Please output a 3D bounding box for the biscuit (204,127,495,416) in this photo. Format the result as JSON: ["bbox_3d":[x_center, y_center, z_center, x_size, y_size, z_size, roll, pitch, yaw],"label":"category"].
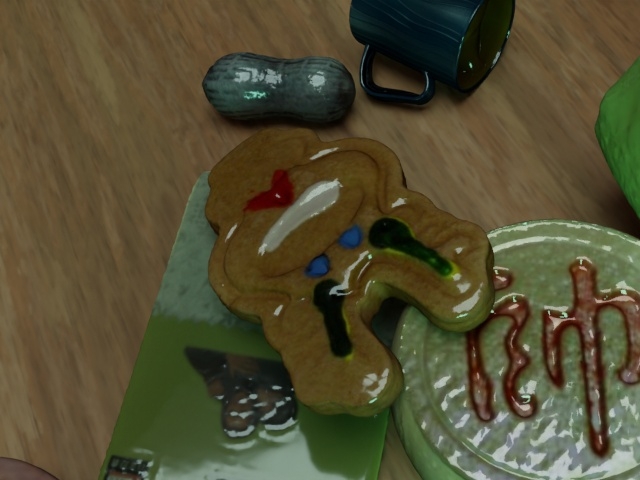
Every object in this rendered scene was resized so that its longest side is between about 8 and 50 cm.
[{"bbox_3d":[0.000,0.000,0.808,0.202,0.047,0.334,-39,45,-3],"label":"biscuit"}]

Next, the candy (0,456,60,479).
[{"bbox_3d":[-0.281,0.300,0.734,0.255,0.094,0.255,-4,59,7],"label":"candy"}]

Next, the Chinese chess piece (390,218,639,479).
[{"bbox_3d":[0.190,0.112,0.760,0.270,0.112,0.270,-5,58,8],"label":"Chinese chess piece"}]

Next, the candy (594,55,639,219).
[{"bbox_3d":[0.340,-0.020,0.703,0.132,0.142,0.343,-2,44,-24],"label":"candy"}]

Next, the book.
[{"bbox_3d":[-0.043,0.088,0.857,0.239,0.035,0.352,7,60,12],"label":"book"}]

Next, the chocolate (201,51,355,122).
[{"bbox_3d":[-0.045,-0.160,0.987,0.167,0.072,0.072,6,60,10],"label":"chocolate"}]

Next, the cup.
[{"bbox_3d":[0.104,-0.221,0.974,0.138,0.113,0.150,29,66,26],"label":"cup"}]
